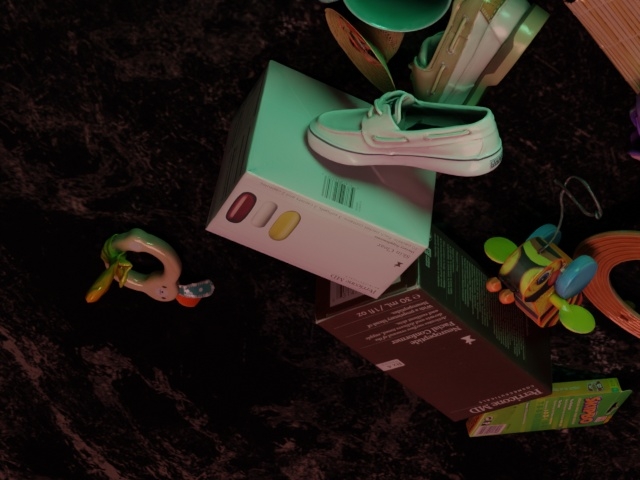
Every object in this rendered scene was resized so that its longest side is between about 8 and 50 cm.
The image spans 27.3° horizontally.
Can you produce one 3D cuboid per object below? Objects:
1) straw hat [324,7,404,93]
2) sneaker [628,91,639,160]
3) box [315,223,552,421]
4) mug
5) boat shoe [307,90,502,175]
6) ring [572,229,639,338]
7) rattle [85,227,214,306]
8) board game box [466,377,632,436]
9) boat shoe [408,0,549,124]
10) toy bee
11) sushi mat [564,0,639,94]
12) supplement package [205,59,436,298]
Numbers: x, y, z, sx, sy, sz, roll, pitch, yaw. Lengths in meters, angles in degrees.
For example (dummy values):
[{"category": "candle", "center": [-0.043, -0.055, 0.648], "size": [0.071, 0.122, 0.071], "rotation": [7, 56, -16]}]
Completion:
[{"category": "straw hat", "center": [0.071, -0.252, 1.643], "size": [0.061, 0.144, 0.144], "rotation": [-41, 132, -5]}, {"category": "sneaker", "center": [0.438, -0.165, 1.622], "size": [0.104, 0.095, 0.236], "rotation": [13, 144, 8]}, {"category": "box", "center": [0.178, 0.127, 2.010], "size": [0.191, 0.143, 0.381], "rotation": [-22, 140, 32]}, {"category": "mug", "center": [0.079, -0.324, 1.525], "size": [0.158, 0.097, 0.129], "rotation": [16, 142, -7]}, {"category": "boat shoe", "center": [0.100, -0.144, 1.625], "size": [0.258, 0.095, 0.084], "rotation": [6, 130, 23]}, {"category": "ring", "center": [0.524, 0.082, 1.908], "size": [0.336, 0.032, 0.336], "rotation": [26, 158, 11]}, {"category": "rattle", "center": [-0.265, 0.084, 2.094], "size": [0.130, 0.143, 0.200], "rotation": [-30, 123, 17]}, {"category": "board game box", "center": [0.384, 0.280, 2.213], "size": [0.259, 0.039, 0.124], "rotation": [0, 145, -15]}, {"category": "boat shoe", "center": [0.169, -0.216, 1.648], "size": [0.103, 0.113, 0.302], "rotation": [37, 141, -1]}, {"category": "toy bee", "center": [0.301, 0.043, 1.886], "size": [0.195, 0.162, 0.298], "rotation": [37, 157, 48]}, {"category": "sushi mat", "center": [0.447, -0.222, 1.633], "size": [0.151, 0.019, 0.316], "rotation": [-22, 131, 33]}, {"category": "supplement package", "center": [0.006, -0.079, 1.765], "size": [0.262, 0.204, 0.145], "rotation": [22, 141, -15]}]
